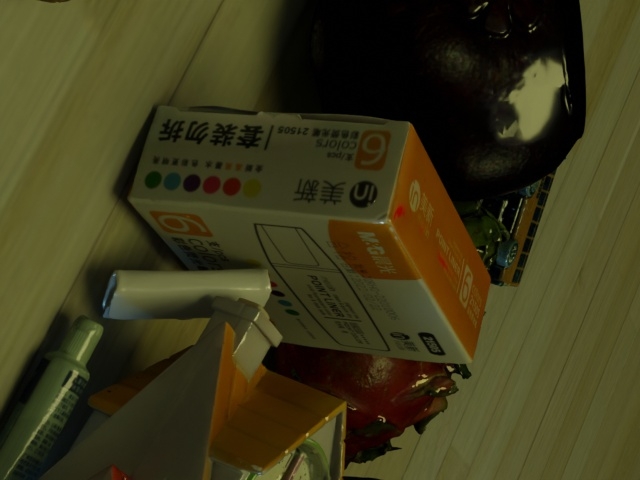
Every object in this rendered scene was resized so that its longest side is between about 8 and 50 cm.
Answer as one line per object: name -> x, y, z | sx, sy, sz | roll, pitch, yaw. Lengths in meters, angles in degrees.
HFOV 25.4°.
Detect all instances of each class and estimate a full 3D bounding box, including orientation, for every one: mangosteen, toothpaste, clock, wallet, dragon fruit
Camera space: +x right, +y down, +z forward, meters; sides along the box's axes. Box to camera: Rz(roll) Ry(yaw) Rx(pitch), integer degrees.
mangosteen -> 0.120, -0.152, 1.262 | 0.287, 0.233, 0.287 | -10, 90, -78
toothpaste -> -0.216, 0.152, 1.022 | 0.216, 0.037, 0.062 | -63, 152, -10
clock -> -0.092, 0.207, 1.053 | 0.309, 0.166, 0.235 | -61, 145, -20
wallet -> -0.103, 0.043, 1.087 | 0.061, 0.122, 0.025 | 123, -38, -56
dragon fruit -> 0.075, 0.093, 1.335 | 0.200, 0.269, 0.198 | 62, 10, -12

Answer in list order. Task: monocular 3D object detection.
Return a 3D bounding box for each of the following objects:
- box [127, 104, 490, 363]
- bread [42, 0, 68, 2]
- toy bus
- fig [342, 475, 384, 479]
box -> 0.000, 0.000, 1.135 | 0.274, 0.221, 0.091 | 53, 46, -55
bread -> -0.179, -0.201, 0.867 | 0.154, 0.054, 0.136 | -51, 145, -26
toy bus -> 0.212, -0.043, 1.650 | 0.103, 0.091, 0.182 | 11, 97, -65
fig -> 0.027, 0.381, 1.308 | 0.316, 0.316, 0.316 | -39, 138, -48
